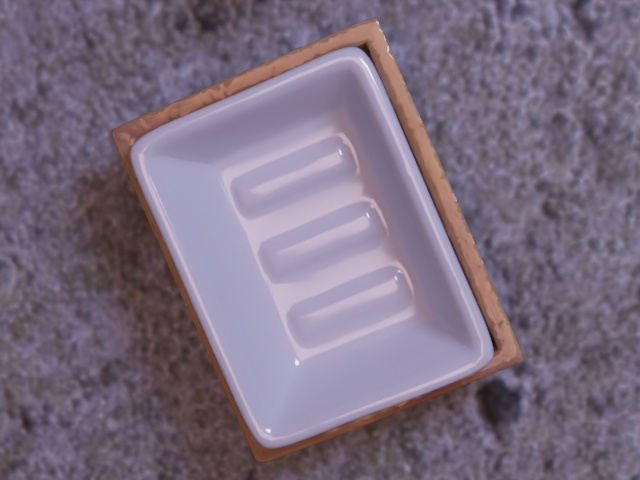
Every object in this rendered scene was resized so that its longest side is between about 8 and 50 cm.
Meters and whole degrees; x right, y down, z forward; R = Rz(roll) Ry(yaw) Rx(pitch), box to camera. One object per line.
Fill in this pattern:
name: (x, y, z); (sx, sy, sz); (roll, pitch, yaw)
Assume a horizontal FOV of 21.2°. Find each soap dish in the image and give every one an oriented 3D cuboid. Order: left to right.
soap dish: (0.000, 0.000, 1.349); (0.229, 0.118, 0.290); (-23, 95, 11)
